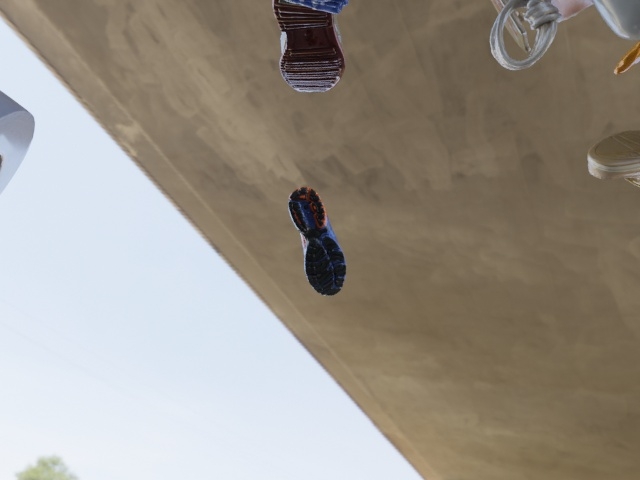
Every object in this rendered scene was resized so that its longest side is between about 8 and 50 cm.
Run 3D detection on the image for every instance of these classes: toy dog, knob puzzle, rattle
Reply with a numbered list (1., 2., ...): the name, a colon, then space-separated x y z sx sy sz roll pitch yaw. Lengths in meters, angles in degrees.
1. toy dog: 0.319 -0.378 0.804 0.220 0.334 0.161 -18 -11 39
2. knob puzzle: 0.374 -0.462 1.254 0.030 0.213 0.213 -31 -53 18
3. rattle: 0.626 -0.305 1.044 0.199 0.143 0.130 29 2 -1

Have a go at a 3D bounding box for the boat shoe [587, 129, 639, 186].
1. boat shoe: 0.349 -0.082 0.661 0.170 0.063 0.059 -14 -51 -20

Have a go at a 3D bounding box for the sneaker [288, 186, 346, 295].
1. sneaker: 0.000 0.000 1.228 0.083 0.087 0.221 -12 -83 6

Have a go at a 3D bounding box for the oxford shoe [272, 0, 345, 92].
1. oxford shoe: -0.016 -0.391 1.140 0.123 0.130 0.348 0 -18 0

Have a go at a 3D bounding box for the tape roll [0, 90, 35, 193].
1. tape roll: -0.393 -0.066 0.642 0.072 0.219 0.219 36 -37 -10

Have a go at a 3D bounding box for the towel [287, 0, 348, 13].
1. towel: -0.083 -0.439 0.780 0.336 0.040 0.243 22 -74 20
